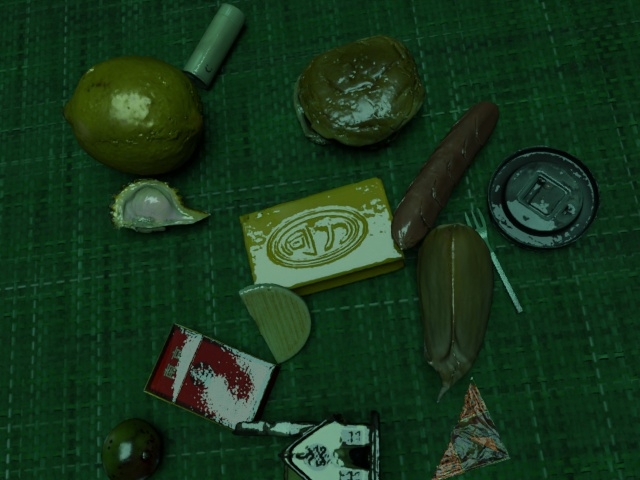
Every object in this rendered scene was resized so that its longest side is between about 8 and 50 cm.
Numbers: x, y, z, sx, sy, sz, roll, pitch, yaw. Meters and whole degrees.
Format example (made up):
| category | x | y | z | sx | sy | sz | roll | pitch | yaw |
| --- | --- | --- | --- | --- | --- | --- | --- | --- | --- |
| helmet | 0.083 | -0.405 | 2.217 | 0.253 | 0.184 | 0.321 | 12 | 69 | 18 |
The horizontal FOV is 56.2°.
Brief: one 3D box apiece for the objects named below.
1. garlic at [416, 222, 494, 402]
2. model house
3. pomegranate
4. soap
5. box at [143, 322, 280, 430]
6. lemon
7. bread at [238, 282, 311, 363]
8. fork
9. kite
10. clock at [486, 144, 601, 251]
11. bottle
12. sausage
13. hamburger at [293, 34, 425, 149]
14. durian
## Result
| category | x | y | z | sx | sy | sz | roll | pitch | yaw |
| --- | --- | --- | --- | --- | --- | --- | --- | --- | --- |
| garlic | 0.243 | 0.138 | 1.156 | 0.151 | 0.196 | 0.338 | 3 | 77 | 24 |
| model house | -0.025 | 0.424 | 1.098 | 0.278 | 0.205 | 0.218 | -1 | 73 | 5 |
| pomegranate | -0.376 | 0.422 | 1.198 | 0.130 | 0.130 | 0.130 | -2 | 74 | 7 |
| soap | -0.001 | 0.000 | 1.270 | 0.324 | 0.096 | 0.204 | -17 | 74 | 3 |
| box | -0.221 | 0.284 | 1.233 | 0.240 | 0.074 | 0.153 | 20 | 82 | 13 |
| lemon | -0.405 | -0.274 | 1.315 | 0.310 | 0.258 | 0.258 | 2 | 75 | 1 |
| bread | -0.078 | 0.153 | 1.220 | 0.112 | 0.036 | 0.193 | -25 | 116 | 0 |
| fork | 0.363 | 0.043 | 1.254 | 0.039 | 0.021 | 0.235 | -23 | 74 | 5 |
| kite | 0.310 | 0.396 | 1.167 | 0.125 | 0.008 | 0.222 | 24 | 79 | 13 |
| clock | 0.465 | -0.088 | 1.262 | 0.226 | 0.049 | 0.226 | -2 | 76 | 7 |
| bottle | -0.256 | -0.469 | 1.446 | 0.072 | 0.072 | 0.201 | 24 | 79 | 13 |
| sausage | 0.258 | -0.145 | 1.245 | 0.088 | 0.088 | 0.433 | 30 | 65 | 14 |
| hamburger | 0.081 | -0.331 | 1.333 | 0.285 | 0.134 | 0.265 | -18 | 75 | 0 |
| durian | -0.358 | -0.064 | 1.349 | 0.224 | 0.078 | 0.140 | 10 | 64 | -1 |
